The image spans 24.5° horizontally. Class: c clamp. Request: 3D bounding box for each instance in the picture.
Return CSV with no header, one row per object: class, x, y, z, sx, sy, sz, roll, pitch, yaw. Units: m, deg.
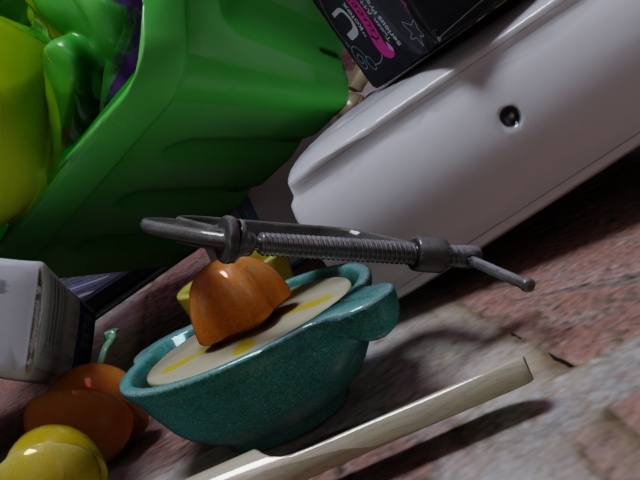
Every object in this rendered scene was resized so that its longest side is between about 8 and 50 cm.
c clamp,0.000,0.000,0.695,0.161,0.022,0.137,4,6,-20

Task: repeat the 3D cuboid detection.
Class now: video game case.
video game case,-0.247,0.061,1.387,0.196,0.026,0.274,-18,13,37

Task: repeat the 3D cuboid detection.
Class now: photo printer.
photo printer,0.140,-0.099,0.887,0.307,0.107,0.256,-34,6,13

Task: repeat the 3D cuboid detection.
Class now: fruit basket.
fruit basket,-0.208,-0.116,0.984,0.392,0.282,0.392,-3,-24,-1

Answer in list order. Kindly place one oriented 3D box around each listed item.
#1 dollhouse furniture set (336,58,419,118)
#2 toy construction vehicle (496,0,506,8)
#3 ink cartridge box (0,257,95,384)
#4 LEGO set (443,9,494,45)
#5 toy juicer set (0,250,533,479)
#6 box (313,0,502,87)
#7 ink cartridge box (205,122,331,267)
dollhouse furniture set,0.065,-0.115,1.532,0.151,0.123,0.144,-60,10,2
toy construction vehicle,0.111,-0.182,0.968,0.086,0.035,0.098,-40,-18,-17
ink cartridge box,-0.311,0.037,0.873,0.330,0.071,0.324,8,-7,-4
LEGO set,0.236,-0.215,1.340,0.331,0.192,0.255,-4,-10,28
toy juicer set,-0.064,0.067,0.706,0.209,0.089,0.329,-28,10,-16
box,0.038,-0.241,0.839,0.163,0.247,0.142,-36,4,-13
ink cartridge box,-0.044,-0.031,1.170,0.092,0.090,0.143,-30,12,-27
